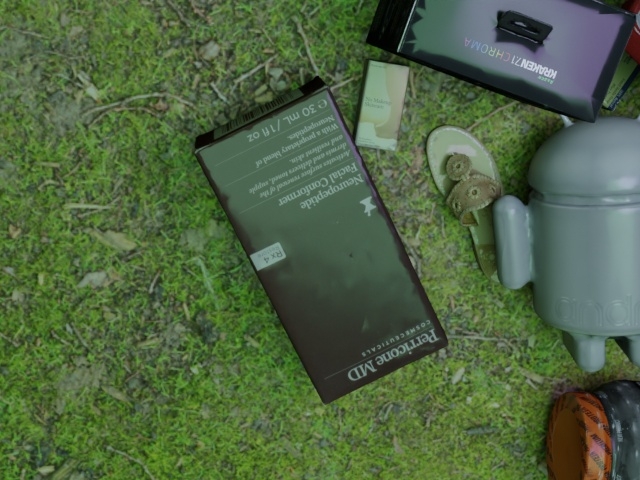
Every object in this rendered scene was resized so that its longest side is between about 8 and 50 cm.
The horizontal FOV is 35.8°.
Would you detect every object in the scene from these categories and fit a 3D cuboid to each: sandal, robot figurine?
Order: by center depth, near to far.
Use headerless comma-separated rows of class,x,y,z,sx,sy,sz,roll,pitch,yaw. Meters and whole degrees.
robot figurine,0.378,-0.009,1.302,0.299,0.200,0.354,-6,103,-1
sandal,0.221,-0.045,1.343,0.088,0.079,0.240,-24,104,1

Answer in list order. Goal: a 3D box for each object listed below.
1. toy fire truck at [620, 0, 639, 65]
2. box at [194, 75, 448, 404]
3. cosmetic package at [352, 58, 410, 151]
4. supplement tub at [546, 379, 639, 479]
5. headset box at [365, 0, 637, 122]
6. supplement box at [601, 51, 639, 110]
toy fire truck,0.510,-0.234,1.225,0.302,0.169,0.254,43,64,-12
box,0.000,0.000,1.306,0.191,0.143,0.382,-27,106,1
cosmetic package,0.080,-0.180,1.319,0.060,0.041,0.115,7,102,-6
supplement tub,0.504,0.304,1.383,0.337,0.207,0.207,5,103,-6
headset box,0.204,-0.251,1.190,0.246,0.283,0.131,18,101,-8
supplement box,0.372,-0.231,1.324,0.083,0.056,0.083,31,99,-11
